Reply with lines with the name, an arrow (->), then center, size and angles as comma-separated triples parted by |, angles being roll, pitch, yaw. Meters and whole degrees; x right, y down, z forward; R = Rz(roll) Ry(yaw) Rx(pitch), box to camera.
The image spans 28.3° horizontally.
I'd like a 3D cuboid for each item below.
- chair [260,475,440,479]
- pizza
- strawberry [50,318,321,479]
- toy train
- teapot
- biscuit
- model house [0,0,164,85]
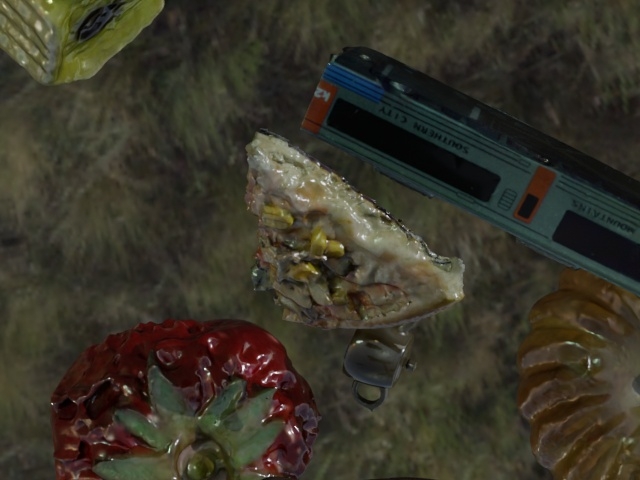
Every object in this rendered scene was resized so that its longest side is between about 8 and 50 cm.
chair -> 0.066, 0.363, 1.045 | 0.226, 0.226, 0.401 | -12, 118, -11
pizza -> 0.000, 0.000, 0.938 | 0.185, 0.052, 0.195 | -11, 128, 36
strawberry -> -0.183, 0.230, 1.566 | 0.317, 0.295, 0.345 | -43, -168, -11
toy train -> 0.181, -0.038, 1.060 | 0.409, 0.086, 0.089 | 27, 109, 3
teapot -> 0.066, 0.126, 1.326 | 0.076, 0.068, 0.121 | -37, 147, -65
biscuit -> 0.369, 0.150, 1.345 | 0.325, 0.326, 0.107 | -18, 168, 0
model house -> -0.216, -0.257, 1.054 | 0.234, 0.193, 0.175 | -50, 171, 34
